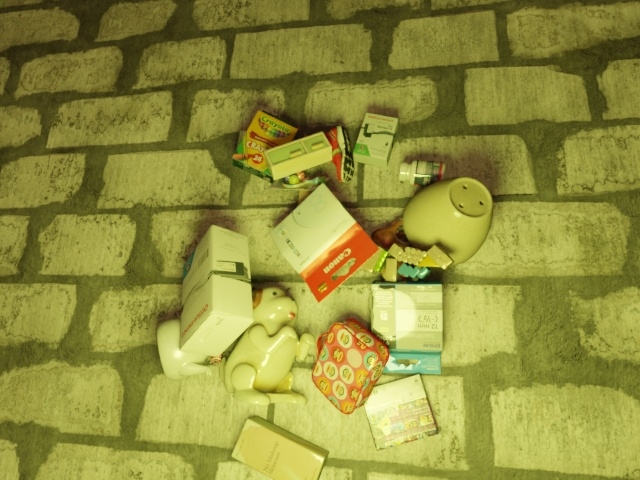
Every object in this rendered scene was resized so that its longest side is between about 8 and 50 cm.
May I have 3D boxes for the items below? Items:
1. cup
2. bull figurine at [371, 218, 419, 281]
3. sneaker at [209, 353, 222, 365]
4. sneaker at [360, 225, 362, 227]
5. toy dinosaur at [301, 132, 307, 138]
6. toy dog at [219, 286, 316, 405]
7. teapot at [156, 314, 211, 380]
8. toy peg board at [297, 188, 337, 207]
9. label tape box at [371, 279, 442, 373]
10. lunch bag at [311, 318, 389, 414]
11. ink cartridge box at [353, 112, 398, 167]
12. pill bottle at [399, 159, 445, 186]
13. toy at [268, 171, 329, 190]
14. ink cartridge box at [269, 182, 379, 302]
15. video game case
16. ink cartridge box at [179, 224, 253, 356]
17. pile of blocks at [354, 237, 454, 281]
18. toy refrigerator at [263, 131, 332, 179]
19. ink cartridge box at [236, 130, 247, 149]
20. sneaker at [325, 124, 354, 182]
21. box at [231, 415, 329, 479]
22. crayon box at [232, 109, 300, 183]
[{"bbox_3d":[0.502,-0.104,1.582,0.330,0.237,0.332,4,66,-9],"label":"cup"},{"bbox_3d":[0.333,0.064,1.681,0.188,0.101,0.311,-30,76,-8],"label":"bull figurine"},{"bbox_3d":[-0.419,0.461,1.682,0.042,0.118,0.067,21,59,-24],"label":"sneaker"},{"bbox_3d":[0.023,0.008,1.745,0.313,0.116,0.136,-33,68,-1],"label":"sneaker"},{"bbox_3d":[-0.067,-0.387,1.926,0.112,0.064,0.212,-2,62,28],"label":"toy dinosaur"},{"bbox_3d":[-0.197,0.382,1.612,0.395,0.284,0.409,-7,69,47],"label":"toy dog"},{"bbox_3d":[-0.520,0.408,1.667,0.186,0.252,0.256,-14,84,-14],"label":"teapot"},{"bbox_3d":[-0.011,-0.129,1.826,0.161,0.079,0.161,7,89,14],"label":"toy peg board"},{"bbox_3d":[0.314,0.322,1.546,0.248,0.115,0.349,-1,89,11],"label":"label tape box"},{"bbox_3d":[0.085,0.438,1.530,0.258,0.120,0.294,35,113,31],"label":"lunch bag"},{"bbox_3d":[0.244,-0.439,1.863,0.152,0.087,0.209,14,75,13],"label":"ink cartridge box"},{"bbox_3d":[0.421,-0.278,1.769,0.179,0.108,0.108,8,74,13],"label":"pill bottle"},{"bbox_3d":[-0.094,-0.268,1.835,0.237,0.056,0.137,9,35,19],"label":"toy"},{"bbox_3d":[0.000,0.000,1.642,0.308,0.091,0.385,-42,48,7],"label":"ink cartridge box"},{"bbox_3d":[0.281,0.619,1.541,0.231,0.042,0.211,-18,70,4],"label":"video game case"},{"bbox_3d":[-0.397,0.191,1.604,0.285,0.166,0.395,-46,39,34],"label":"ink cartridge box"},{"bbox_3d":[0.311,0.079,1.568,0.361,0.112,0.149,6,90,30],"label":"pile of blocks"},{"bbox_3d":[-0.093,-0.360,1.796,0.269,0.094,0.102,-20,59,-10],"label":"toy refrigerator"},{"bbox_3d":[-0.269,-0.418,1.967,0.234,0.056,0.171,4,73,13],"label":"ink cartridge box"},{"bbox_3d":[0.074,-0.370,1.881,0.118,0.107,0.280,-16,66,24],"label":"sneaker"},{"bbox_3d":[-0.141,0.766,1.527,0.310,0.121,0.148,18,77,15],"label":"box"},{"bbox_3d":[-0.237,-0.441,1.910,0.202,0.081,0.319,24,71,-3],"label":"crayon box"}]
